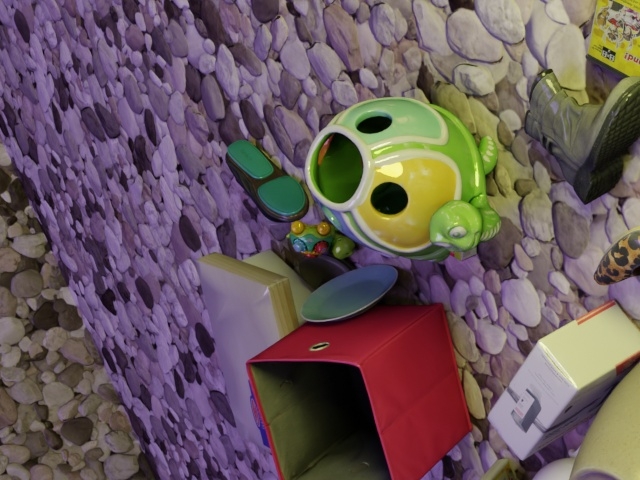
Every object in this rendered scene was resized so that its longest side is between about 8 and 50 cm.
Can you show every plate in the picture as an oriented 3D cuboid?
[{"bbox_3d":[0.054,0.100,2.093,0.188,0.188,0.024,6,127,57],"label":"plate"}]

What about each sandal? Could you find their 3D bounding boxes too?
[{"bbox_3d":[0.051,0.138,2.219,0.303,0.086,0.120,51,147,26],"label":"sandal"}]

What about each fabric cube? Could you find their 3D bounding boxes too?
[{"bbox_3d":[0.072,0.268,2.040,0.254,0.258,0.259,-3,109,40],"label":"fabric cube"}]

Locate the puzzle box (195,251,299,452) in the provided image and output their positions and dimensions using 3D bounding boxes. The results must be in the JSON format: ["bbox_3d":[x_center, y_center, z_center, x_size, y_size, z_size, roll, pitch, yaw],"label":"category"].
[{"bbox_3d":[-0.115,0.238,2.318,0.272,0.052,0.409,17,124,52],"label":"puzzle box"}]

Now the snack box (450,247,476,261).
[{"bbox_3d":[0.205,-0.050,1.888,0.100,0.037,0.141,32,134,43],"label":"snack box"}]

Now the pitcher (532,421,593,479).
[{"bbox_3d":[0.400,0.361,1.792,0.207,0.125,0.177,134,147,-62],"label":"pitcher"}]

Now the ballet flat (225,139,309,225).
[{"bbox_3d":[-0.096,-0.096,2.307,0.280,0.095,0.096,51,158,45],"label":"ballet flat"}]

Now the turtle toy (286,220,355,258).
[{"bbox_3d":[0.000,0.000,2.196,0.095,0.130,0.066,19,-105,-82],"label":"turtle toy"}]

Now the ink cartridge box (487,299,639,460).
[{"bbox_3d":[0.353,0.203,1.701,0.092,0.158,0.218,53,148,22],"label":"ink cartridge box"}]

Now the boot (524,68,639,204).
[{"bbox_3d":[0.331,-0.164,1.532,0.161,0.083,0.246,53,160,22],"label":"boot"}]

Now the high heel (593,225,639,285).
[{"bbox_3d":[0.459,0.058,1.485,0.261,0.093,0.186,-41,68,50],"label":"high heel"}]

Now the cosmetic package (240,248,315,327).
[{"bbox_3d":[-0.095,0.180,2.436,0.224,0.138,0.224,42,143,37],"label":"cosmetic package"}]

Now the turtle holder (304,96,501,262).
[{"bbox_3d":[0.116,-0.070,1.750,0.243,0.227,0.320,-44,55,35],"label":"turtle holder"}]

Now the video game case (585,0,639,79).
[{"bbox_3d":[0.437,-0.268,1.364,0.275,0.035,0.248,39,140,38],"label":"video game case"}]

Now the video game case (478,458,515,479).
[{"bbox_3d":[0.293,0.500,1.953,0.026,0.227,0.206,-17,96,34],"label":"video game case"}]

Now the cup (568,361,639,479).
[{"bbox_3d":[0.459,0.316,1.529,0.331,0.237,0.331,38,139,42],"label":"cup"}]
